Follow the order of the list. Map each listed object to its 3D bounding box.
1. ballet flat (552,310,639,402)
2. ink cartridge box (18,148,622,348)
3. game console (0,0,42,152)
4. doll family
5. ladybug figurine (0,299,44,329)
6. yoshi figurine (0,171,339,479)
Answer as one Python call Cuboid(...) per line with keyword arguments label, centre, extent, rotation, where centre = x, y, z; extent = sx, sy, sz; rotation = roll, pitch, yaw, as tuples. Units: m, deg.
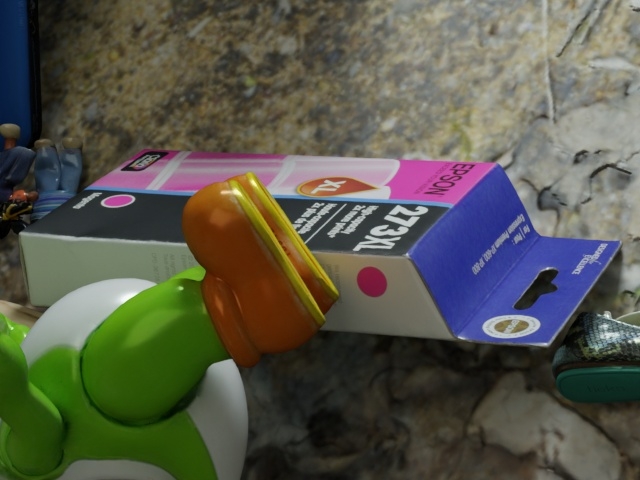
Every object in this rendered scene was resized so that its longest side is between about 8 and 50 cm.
Cuboid(label="ballet flat", centre=(0.240, 0.072, 1.117), extent=(0.188, 0.070, 0.070), rotation=(5, 70, 21))
Cuboid(label="ink cartridge box", centre=(0.000, 0.000, 1.191), extent=(0.370, 0.176, 0.069), rotation=(6, 114, 24))
Cuboid(label="game console", centre=(-0.308, -0.235, 1.476), extent=(0.293, 0.173, 0.250), rotation=(15, 117, 28))
Cuboid(label="doll family", centre=(-0.260, -0.023, 1.366), extent=(0.193, 0.076, 0.111), rotation=(-10, 60, 16))
Cuboid(label="ladybug figurine", centre=(-0.214, 0.208, 1.192), extent=(0.449, 0.162, 0.305), rotation=(27, 80, 31))
Cuboid(label="yoshi figurine", centre=(-0.181, 0.077, 1.043), extent=(0.362, 0.203, 0.203), rotation=(-36, 42, 6))
